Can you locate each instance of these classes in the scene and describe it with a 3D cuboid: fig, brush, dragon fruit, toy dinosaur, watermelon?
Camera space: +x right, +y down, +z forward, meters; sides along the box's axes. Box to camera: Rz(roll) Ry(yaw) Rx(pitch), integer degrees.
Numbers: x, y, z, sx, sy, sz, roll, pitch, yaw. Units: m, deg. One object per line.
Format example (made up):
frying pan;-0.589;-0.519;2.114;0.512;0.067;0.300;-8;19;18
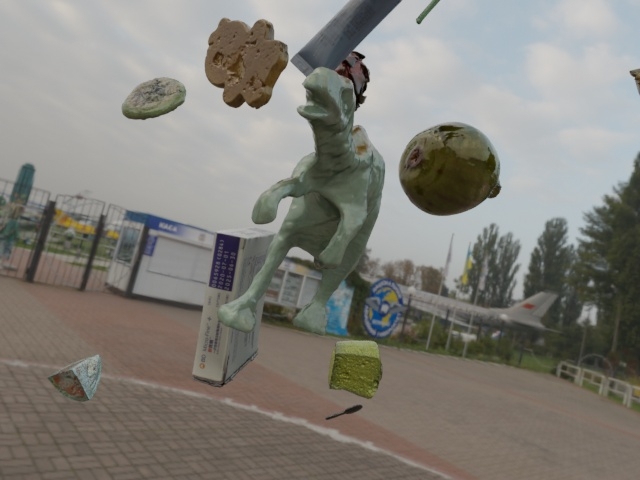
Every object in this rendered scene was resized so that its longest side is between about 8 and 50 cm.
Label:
fig;0.209;-0.095;0.734;0.186;0.142;0.148;34;12;-26
brush;0.050;0.364;1.004;0.083;0.008;0.024;-19;-50;2
dragon fruit;0.063;-0.471;1.393;0.189;0.182;0.182;36;1;17
toy dinosaur;0.000;0.000;0.467;0.092;0.205;0.393;24;-3;14
watermelon;-0.414;0.226;0.818;0.085;0.085;0.061;15;-34;-6

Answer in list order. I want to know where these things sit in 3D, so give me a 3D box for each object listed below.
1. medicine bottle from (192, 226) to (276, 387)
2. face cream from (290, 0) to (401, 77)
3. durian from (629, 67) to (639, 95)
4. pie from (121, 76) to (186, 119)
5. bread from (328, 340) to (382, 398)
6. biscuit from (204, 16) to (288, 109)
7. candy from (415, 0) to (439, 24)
medicine bottle;-0.115;0.084;0.685;0.052;0.201;0.171;10;6;8
face cream;0.096;-0.540;1.147;0.135;0.385;0.086;53;11;30
durian;0.579;-0.122;0.689;0.305;0.195;0.185;29;-44;-1
pie;-0.202;-0.175;0.580;0.084;0.084;0.021;12;-37;23
bread;0.079;0.287;1.085;0.114;0.129;0.111;9;4;-5
biscuit;-0.161;-0.367;0.978;0.249;0.184;0.035;36;15;35
candy;0.307;-0.559;0.921;0.093;0.335;0.092;43;17;2
